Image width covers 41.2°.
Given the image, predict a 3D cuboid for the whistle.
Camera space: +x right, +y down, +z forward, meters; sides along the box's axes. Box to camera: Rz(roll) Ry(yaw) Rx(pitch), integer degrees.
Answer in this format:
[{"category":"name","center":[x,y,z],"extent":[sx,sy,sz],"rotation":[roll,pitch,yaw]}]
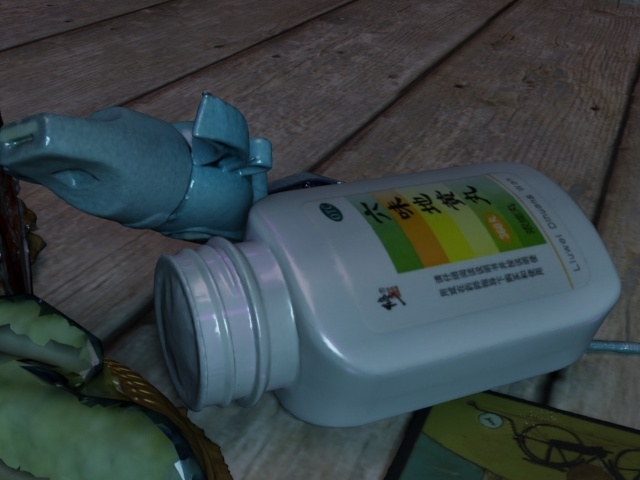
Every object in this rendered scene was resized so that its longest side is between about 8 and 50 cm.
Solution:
[{"category":"whistle","center":[-0.117,-0.047,0.626],"extent":[0.186,0.093,0.274],"rotation":[-6,-9,26]}]

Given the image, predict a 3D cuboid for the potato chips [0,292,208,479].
[{"category":"potato chips","center":[-0.207,0.162,0.324],"extent":[0.429,0.070,0.359],"rotation":[13,52,23]}]

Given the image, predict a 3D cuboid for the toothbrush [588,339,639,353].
[{"category":"toothbrush","center":[0.251,0.086,0.707],"extent":[0.167,0.014,0.011],"rotation":[3,35,-1]}]

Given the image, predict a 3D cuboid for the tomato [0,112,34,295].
[{"category":"tomato","center":[-0.296,-0.004,0.618],"extent":[0.155,0.181,0.214],"rotation":[-13,53,-11]}]

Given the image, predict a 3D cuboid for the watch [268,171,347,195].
[{"category":"watch","center":[0.000,0.000,0.794],"extent":[0.206,0.068,0.193],"rotation":[-17,33,-39]}]

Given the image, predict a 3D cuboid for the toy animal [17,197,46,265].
[{"category":"toy animal","center":[-0.361,-0.025,0.808],"extent":[0.149,0.054,0.275],"rotation":[-21,38,-35]}]

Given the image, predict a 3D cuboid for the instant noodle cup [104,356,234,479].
[{"category":"instant noodle cup","center":[-0.179,0.128,0.486],"extent":[0.273,0.091,0.274],"rotation":[4,26,-2]}]

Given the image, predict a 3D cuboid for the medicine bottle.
[{"category":"medicine bottle","center":[0.047,0.036,0.632],"extent":[0.324,0.124,0.179],"rotation":[-11,50,-23]}]

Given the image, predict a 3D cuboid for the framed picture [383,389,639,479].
[{"category":"framed picture","center":[0.140,0.194,0.481],"extent":[0.244,0.013,0.324],"rotation":[12,27,18]}]
